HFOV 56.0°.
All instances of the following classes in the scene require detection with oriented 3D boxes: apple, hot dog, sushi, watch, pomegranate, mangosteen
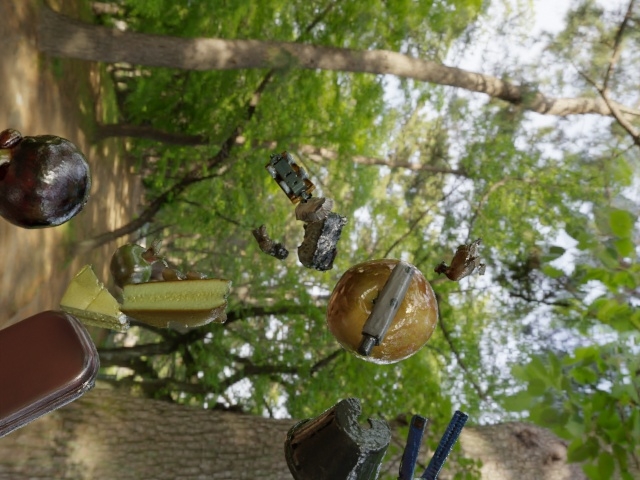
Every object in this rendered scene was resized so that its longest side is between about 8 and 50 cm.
[{"bbox_3d":[0.213,0.243,2.112,0.346,0.392,0.391,65,25,-74],"label":"apple"},{"bbox_3d":[-0.018,-0.098,1.881,0.192,0.053,0.099,2,-125,58],"label":"hot dog"},{"bbox_3d":[0.000,0.000,2.060,0.147,0.115,0.212,-3,-109,54],"label":"sushi"},{"bbox_3d":[0.371,0.709,2.017,0.068,0.276,0.274,12,-91,46],"label":"watch"},{"bbox_3d":[-0.572,0.069,1.909,0.152,0.191,0.131,61,9,30],"label":"pomegranate"},{"bbox_3d":[-0.648,-0.148,1.342,0.228,0.265,0.228,-34,-146,27],"label":"mangosteen"}]

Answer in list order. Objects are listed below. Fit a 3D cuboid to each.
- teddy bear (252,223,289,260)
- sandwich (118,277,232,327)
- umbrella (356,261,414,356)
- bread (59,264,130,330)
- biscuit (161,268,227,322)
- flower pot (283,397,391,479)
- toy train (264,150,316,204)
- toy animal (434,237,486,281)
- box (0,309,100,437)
[{"bbox_3d":[-0.187,0.020,2.221,0.119,0.160,0.078,-26,-154,54],"label":"teddy bear"},{"bbox_3d":[-0.317,0.142,1.346,0.088,0.245,0.090,90,-2,-57],"label":"sandwich"},{"bbox_3d":[0.194,0.202,1.801,0.337,0.073,0.067,-58,148,-33],"label":"umbrella"},{"bbox_3d":[-0.828,0.233,2.308,0.263,0.236,0.198,121,-12,-65],"label":"bread"},{"bbox_3d":[-0.544,0.241,2.588,0.062,0.237,0.290,-57,142,-40],"label":"biscuit"},{"bbox_3d":[0.088,0.721,2.109,0.251,0.380,0.379,-56,-151,27],"label":"flower pot"},{"bbox_3d":[-0.086,-0.185,1.827,0.219,0.089,0.127,51,0,33],"label":"toy train"},{"bbox_3d":[0.496,0.065,2.114,0.179,0.089,0.188,4,-126,47],"label":"toy animal"},{"bbox_3d":[-0.773,0.340,1.514,0.263,0.404,0.108,55,-25,22],"label":"box"}]
